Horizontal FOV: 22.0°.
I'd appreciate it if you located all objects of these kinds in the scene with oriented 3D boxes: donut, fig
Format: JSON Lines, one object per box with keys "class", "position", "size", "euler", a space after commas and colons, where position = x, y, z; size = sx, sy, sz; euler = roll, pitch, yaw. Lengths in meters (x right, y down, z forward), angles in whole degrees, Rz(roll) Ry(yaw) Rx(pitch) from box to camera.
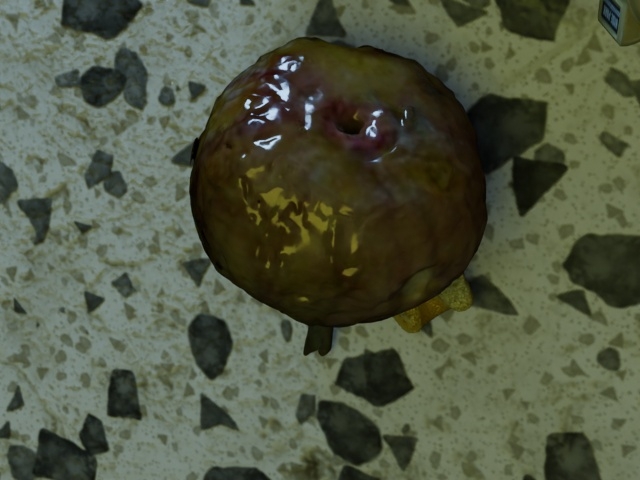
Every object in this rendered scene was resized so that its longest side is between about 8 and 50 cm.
{"class": "donut", "position": [0.114, 0.063, 1.647], "size": [0.083, 0.067, 0.038], "euler": [-40, 106, -6]}
{"class": "fig", "position": [0.000, 0.000, 1.597], "size": [0.286, 0.286, 0.368], "euler": [30, 137, 13]}

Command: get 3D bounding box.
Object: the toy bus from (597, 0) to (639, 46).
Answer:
{"class": "toy bus", "position": [0.396, -0.254, 1.312], "size": [0.366, 0.177, 0.201], "euler": [3, 112, -4]}
